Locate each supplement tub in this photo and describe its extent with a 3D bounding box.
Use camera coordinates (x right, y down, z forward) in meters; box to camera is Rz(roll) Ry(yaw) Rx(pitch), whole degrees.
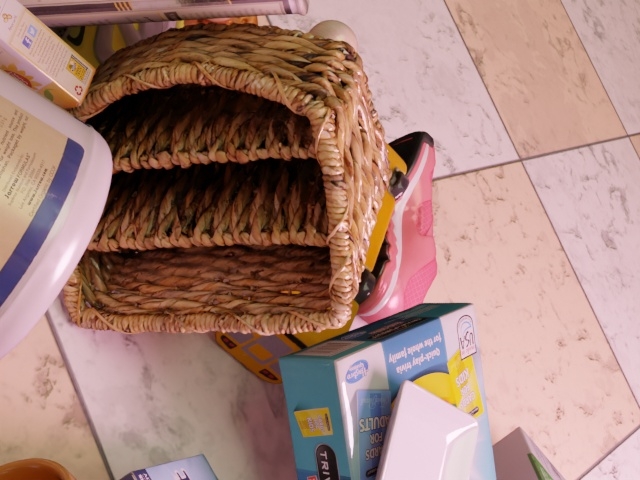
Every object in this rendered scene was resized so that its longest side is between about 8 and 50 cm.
[{"bbox_3d":[-0.345,-0.063,0.689,0.316,0.228,0.228,34,47,-27],"label":"supplement tub"}]

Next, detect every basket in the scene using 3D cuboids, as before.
[{"bbox_3d":[-0.106,-0.060,0.844,0.223,0.299,0.213,-70,151,-43],"label":"basket"}]

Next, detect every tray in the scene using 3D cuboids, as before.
[{"bbox_3d":[0.082,0.283,0.879,0.145,0.030,0.270,33,64,-41],"label":"tray"}]

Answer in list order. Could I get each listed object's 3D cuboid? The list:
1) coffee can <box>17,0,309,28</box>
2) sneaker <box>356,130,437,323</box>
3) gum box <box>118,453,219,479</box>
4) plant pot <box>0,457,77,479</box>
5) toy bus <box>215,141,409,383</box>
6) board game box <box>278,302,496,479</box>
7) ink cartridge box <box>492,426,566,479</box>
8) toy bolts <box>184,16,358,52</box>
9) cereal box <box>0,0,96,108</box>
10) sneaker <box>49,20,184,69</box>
[{"bbox_3d":[-0.154,-0.294,0.812,0.201,0.276,0.201,-2,90,-87],"label":"coffee can"},{"bbox_3d":[0.103,-0.008,1.226,0.136,0.116,0.313,44,49,-33],"label":"sneaker"},{"bbox_3d":[-0.105,0.268,0.787,0.157,0.041,0.184,57,3,13],"label":"gum box"},{"bbox_3d":[-0.206,0.297,0.658,0.188,0.205,0.205,57,38,-27],"label":"plant pot"},{"bbox_3d":[0.000,0.000,1.077,0.108,0.130,0.332,41,44,-19],"label":"toy bus"},{"bbox_3d":[0.091,0.256,0.974,0.254,0.079,0.335,-15,98,-49],"label":"board game box"},{"bbox_3d":[0.295,0.363,1.152,0.208,0.087,0.153,49,10,-12],"label":"ink cartridge box"},{"bbox_3d":[-0.068,-0.187,1.036,0.229,0.158,0.218,11,61,-6],"label":"toy bolts"},{"bbox_3d":[-0.333,-0.188,0.766,0.240,0.173,0.047,44,54,-47],"label":"cereal box"},{"bbox_3d":[-0.285,-0.335,0.984,0.147,0.145,0.384,-21,74,-31],"label":"sneaker"}]
